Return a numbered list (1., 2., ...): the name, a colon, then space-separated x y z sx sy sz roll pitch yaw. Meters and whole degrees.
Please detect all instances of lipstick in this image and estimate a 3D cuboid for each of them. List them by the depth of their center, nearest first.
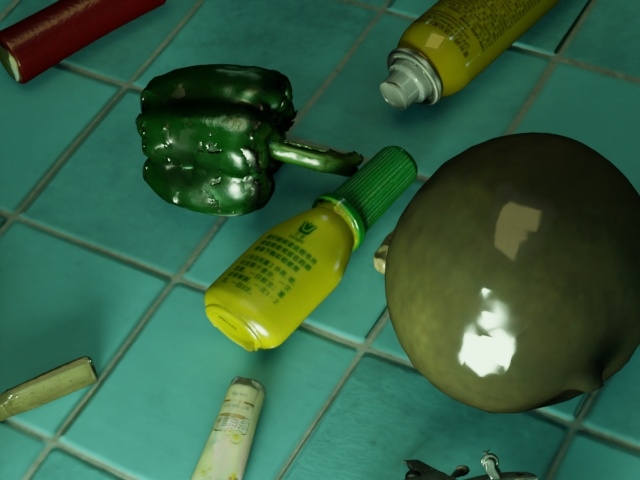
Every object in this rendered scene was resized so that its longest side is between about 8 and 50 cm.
1. lipstick: -0.321 -0.298 2.087 0.241 0.080 0.080 -33 51 -19

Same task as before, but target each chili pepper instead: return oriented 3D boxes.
1. chili pepper: -0.083 -0.122 1.836 0.261 0.165 0.174 4 38 12

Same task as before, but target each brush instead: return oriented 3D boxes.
1. brush: -0.356 0.194 1.687 0.248 0.043 0.036 -22 56 -10

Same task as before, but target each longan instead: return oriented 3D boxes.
1. longan: 0.200 0.035 1.547 0.297 0.297 0.297 -5 48 6

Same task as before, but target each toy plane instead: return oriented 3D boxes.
1. toy plane: 0.097 0.252 1.481 0.226 0.058 0.226 -28 11 21

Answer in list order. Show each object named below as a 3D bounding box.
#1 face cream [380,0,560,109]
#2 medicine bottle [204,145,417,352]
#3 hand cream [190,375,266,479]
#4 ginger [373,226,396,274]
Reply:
1. face cream: 0.203 -0.280 1.954 0.105 0.105 0.349 31 60 32
2. medicine bottle: 0.000 0.000 1.764 0.111 0.076 0.309 32 62 25
3. hand cream: -0.096 0.207 1.630 0.061 0.039 0.143 8 56 15
4. ginger: 0.138 -0.007 1.768 0.173 0.051 0.069 -22 43 -2
